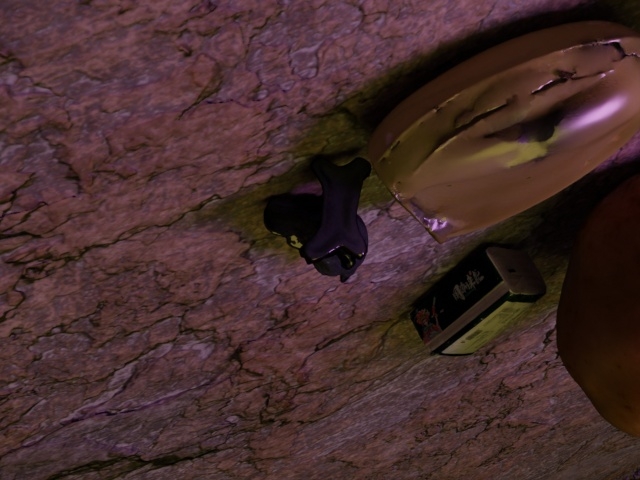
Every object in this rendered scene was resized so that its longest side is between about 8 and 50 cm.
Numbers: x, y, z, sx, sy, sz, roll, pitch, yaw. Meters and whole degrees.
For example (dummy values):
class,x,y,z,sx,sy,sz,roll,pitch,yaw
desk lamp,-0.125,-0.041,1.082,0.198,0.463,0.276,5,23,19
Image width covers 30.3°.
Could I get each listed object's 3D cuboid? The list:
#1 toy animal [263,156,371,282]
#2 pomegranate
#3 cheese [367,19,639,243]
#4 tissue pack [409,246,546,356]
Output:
class,x,y,z,sx,sy,sz,roll,pitch,yaw
toy animal,-0.002,0.002,1.313,0.117,0.121,0.210,-2,158,-1
pomegranate,0.514,0.076,1.589,0.412,0.411,0.411,-19,153,-10
cheese,0.213,-0.120,1.235,0.316,0.128,0.259,-25,162,16
tissue pack,0.222,0.087,1.656,0.103,0.090,0.170,4,144,-44
